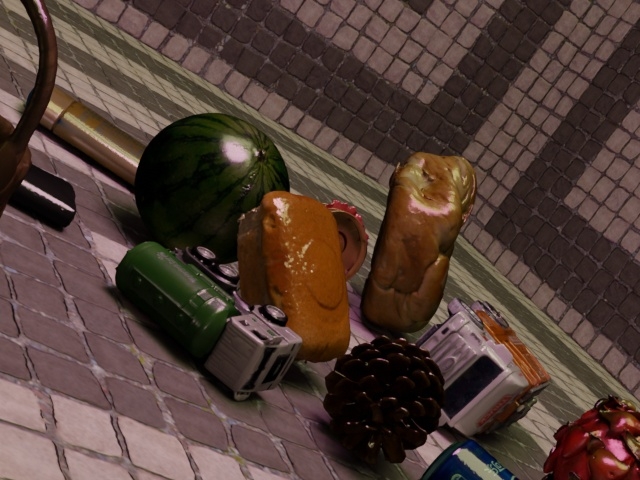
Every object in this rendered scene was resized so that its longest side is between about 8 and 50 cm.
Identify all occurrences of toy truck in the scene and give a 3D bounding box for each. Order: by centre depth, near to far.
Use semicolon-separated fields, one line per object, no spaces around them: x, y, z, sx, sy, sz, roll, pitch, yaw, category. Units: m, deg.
-0.147;0.091;1.381;0.242;0.101;0.125;37;15;23;toy truck
0.274;0.229;1.884;0.207;0.173;0.387;48;11;16;toy truck

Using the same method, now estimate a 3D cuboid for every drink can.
0.218;0.347;1.343;0.205;0.118;0.118;41;12;21;drink can

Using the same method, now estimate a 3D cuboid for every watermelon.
-0.165;-0.079;1.682;0.242;0.242;0.242;34;11;-7;watermelon

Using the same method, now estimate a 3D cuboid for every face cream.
-0.384;-0.177;1.890;0.285;0.067;0.139;34;10;-8;face cream

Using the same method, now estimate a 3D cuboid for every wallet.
-0.444;-0.106;1.478;0.250;0.044;0.149;31;8;-21;wallet

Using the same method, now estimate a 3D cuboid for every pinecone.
0.080;0.213;1.407;0.163;0.163;0.165;35;21;-4;pinecone

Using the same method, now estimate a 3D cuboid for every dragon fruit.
0.451;0.381;1.671;0.243;0.227;0.307;37;24;17;dragon fruit

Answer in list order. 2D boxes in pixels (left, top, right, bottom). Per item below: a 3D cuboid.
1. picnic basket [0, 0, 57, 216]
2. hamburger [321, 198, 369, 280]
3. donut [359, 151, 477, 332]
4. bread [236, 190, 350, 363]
-0.415;-0.170;1.108;0.293;0.337;0.337;37;11;6;picnic basket
-0.001;0.003;2.075;0.175;0.175;0.137;30;-2;-27;hamburger
0.188;-0.001;2.098;0.170;0.360;0.360;15;11;2;donut
-0.039;0.056;1.546;0.174;0.121;0.246;23;59;-58;bread
